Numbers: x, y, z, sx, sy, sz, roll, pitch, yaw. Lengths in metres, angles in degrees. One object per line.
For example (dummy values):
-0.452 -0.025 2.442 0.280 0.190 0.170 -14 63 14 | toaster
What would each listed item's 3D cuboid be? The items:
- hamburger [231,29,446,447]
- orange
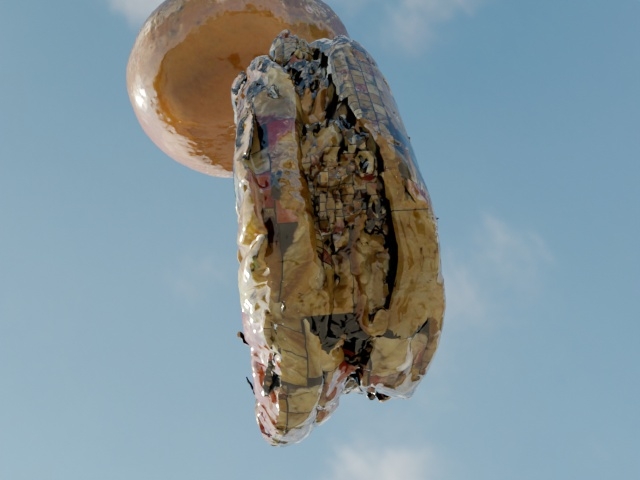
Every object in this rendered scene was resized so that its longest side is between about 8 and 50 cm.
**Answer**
0.000 0.000 0.864 0.107 0.231 0.231 -9 -56 -5 | hamburger
-0.078 -0.169 1.546 0.240 0.171 0.240 -6 -27 -3 | orange
